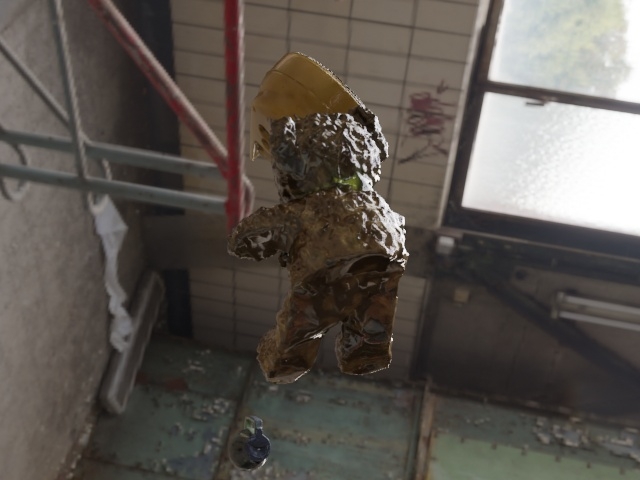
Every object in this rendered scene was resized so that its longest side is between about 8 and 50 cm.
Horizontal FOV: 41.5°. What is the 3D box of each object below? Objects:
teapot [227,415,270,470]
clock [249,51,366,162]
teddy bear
[{"bbox_3d":[-0.108,0.322,1.347,0.057,0.066,0.088,-30,-125,58],"label":"teapot"},{"bbox_3d":[-0.020,-0.221,1.646,0.200,0.244,0.317,-51,170,-11],"label":"clock"},{"bbox_3d":[-0.003,0.007,1.045,0.222,0.246,0.296,-119,-144,-44],"label":"teddy bear"}]
